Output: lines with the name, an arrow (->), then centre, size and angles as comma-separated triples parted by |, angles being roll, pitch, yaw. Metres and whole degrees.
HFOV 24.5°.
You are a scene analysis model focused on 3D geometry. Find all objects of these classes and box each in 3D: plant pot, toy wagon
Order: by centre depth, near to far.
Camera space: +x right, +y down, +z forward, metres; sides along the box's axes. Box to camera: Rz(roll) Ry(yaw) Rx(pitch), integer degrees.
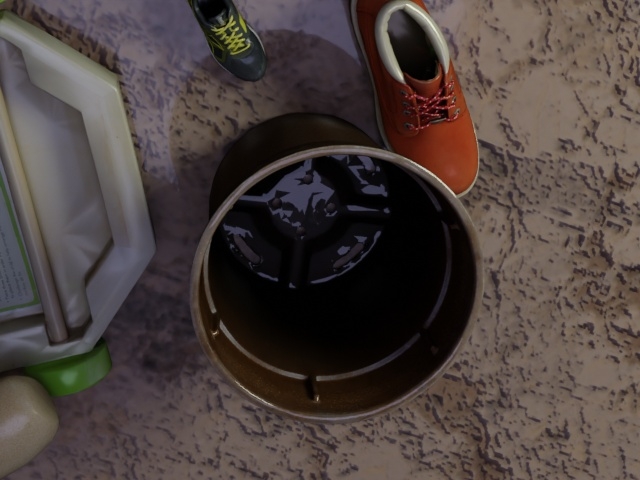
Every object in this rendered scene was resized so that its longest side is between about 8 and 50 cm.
plant pot -> 0.000, 0.000, 0.896 | 0.167, 0.165, 0.167 | -2, 110, -7
toy wagon -> -0.282, -0.014, 0.905 | 0.344, 0.068, 0.267 | -12, 110, -3

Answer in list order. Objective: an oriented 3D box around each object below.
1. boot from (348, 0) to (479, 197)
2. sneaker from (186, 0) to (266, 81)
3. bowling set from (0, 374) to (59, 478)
boot -> 0.063, -0.088, 0.919 | 0.059, 0.084, 0.158 | -25, 112, -1
sneaker -> -0.061, -0.131, 0.911 | 0.031, 0.035, 0.083 | -33, 110, 5
bowling set -> -0.284, 0.078, 0.801 | 0.154, 0.200, 0.287 | -34, 106, 6
